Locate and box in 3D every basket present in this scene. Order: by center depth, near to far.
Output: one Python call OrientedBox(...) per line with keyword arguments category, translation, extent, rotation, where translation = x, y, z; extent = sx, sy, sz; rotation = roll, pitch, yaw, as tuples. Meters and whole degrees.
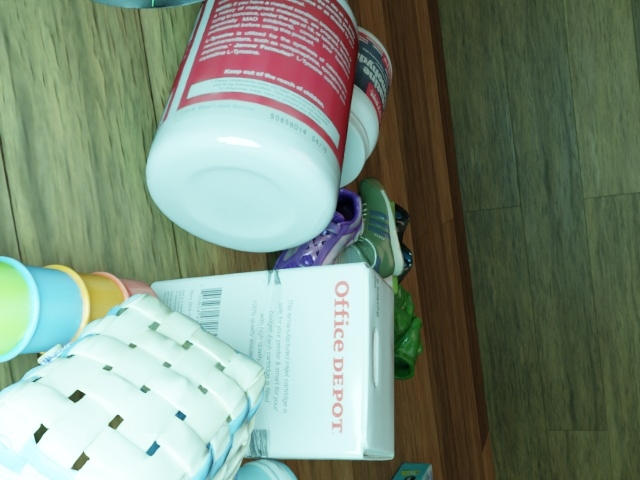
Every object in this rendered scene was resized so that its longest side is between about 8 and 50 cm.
OrientedBox(category="basket", translation=(-0.178, 0.201, 0.526), extent=(0.289, 0.201, 0.255), rotation=(-65, 173, 25))

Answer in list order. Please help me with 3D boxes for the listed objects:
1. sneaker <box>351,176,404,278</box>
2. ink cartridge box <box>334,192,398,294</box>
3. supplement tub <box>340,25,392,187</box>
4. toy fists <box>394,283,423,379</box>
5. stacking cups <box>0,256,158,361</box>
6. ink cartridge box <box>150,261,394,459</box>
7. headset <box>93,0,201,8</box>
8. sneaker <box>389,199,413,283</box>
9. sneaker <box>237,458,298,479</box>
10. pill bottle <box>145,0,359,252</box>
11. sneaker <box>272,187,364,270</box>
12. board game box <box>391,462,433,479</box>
OrientedBox(category="sneaker", translation=(0.086, -0.021, 1.202), extent=(0.086, 0.064, 0.192), rotation=(-10, 80, -27))
OrientedBox(category="ink cartridge box", translation=(0.019, 0.006, 1.249), extent=(0.255, 0.097, 0.189), rotation=(7, 75, -34))
OrientedBox(category="supplement tub", translation=(0.016, -0.235, 1.151), extent=(0.272, 0.191, 0.191), rotation=(-74, 150, -44))
OrientedBox(category="toy fists", translation=(0.184, 0.205, 1.592), extent=(0.142, 0.096, 0.279), rotation=(-77, 150, -42))
OrientedBox(category="stacking cups", translation=(-0.249, 0.051, 0.555), extent=(0.316, 0.095, 0.096), rotation=(11, 74, -71))
OrientedBox(category="ink cartridge box", translation=(-0.058, 0.142, 0.749), extent=(0.115, 0.272, 0.199), rotation=(40, 48, -60))
OrientedBox(category="headset", translation=(-0.178, -0.371, 0.691), extent=(0.185, 0.243, 0.394), rotation=(95, -18, -60))
OrientedBox(category="sneaker", translation=(0.124, 0.008, 1.500), extent=(0.341, 0.125, 0.140), rotation=(-80, -166, -59))
OrientedBox(category="sneaker", translation=(-0.145, 0.396, 0.705), extent=(0.208, 0.127, 0.319), rotation=(15, 84, -47))
OrientedBox(category="pill bottle", translation=(-0.069, -0.209, 0.876), extent=(0.229, 0.228, 0.408), rotation=(57, 34, -49))
OrientedBox(category="sneaker", translation=(0.000, 0.000, 1.088), extent=(0.236, 0.095, 0.105), rotation=(-54, 170, -32))
OrientedBox(category="board game box", translation=(0.196, 0.691, 1.512), extent=(0.336, 0.079, 0.254), rotation=(-7, 91, -69))
